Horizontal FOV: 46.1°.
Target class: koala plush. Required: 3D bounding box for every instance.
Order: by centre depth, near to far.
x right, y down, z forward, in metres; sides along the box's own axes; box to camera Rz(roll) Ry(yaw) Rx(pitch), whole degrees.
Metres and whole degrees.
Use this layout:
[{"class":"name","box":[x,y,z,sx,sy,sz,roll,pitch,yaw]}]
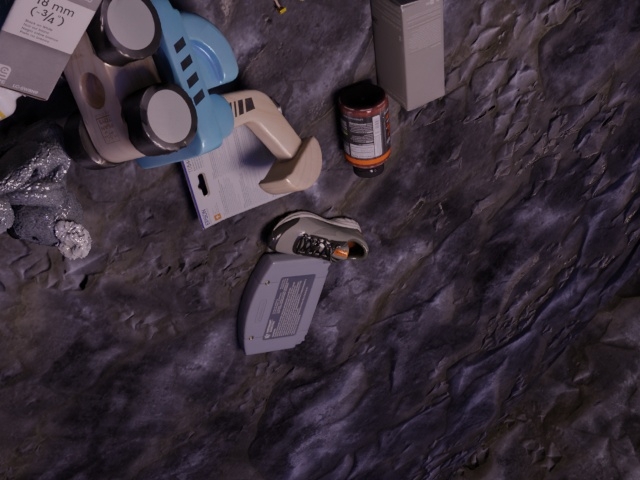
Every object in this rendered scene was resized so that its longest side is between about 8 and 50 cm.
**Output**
[{"class":"koala plush","box":[-0.481,-0.071,1.285,0.203,0.196,0.221,-39,135,-15]}]

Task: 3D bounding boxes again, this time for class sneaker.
[{"class":"sneaker","box":[0.000,0.000,1.742,0.271,0.108,0.100,1,127,-34]}]

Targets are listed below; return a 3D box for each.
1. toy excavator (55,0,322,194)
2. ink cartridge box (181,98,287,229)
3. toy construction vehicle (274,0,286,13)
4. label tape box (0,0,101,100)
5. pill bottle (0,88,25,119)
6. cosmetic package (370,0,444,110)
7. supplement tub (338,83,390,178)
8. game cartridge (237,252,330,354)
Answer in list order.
[{"class":"toy excavator","box":[-0.199,-0.236,1.290,0.445,0.222,0.433,-34,110,-44]},{"class":"ink cartridge box","box":[-0.170,-0.154,1.531,0.224,0.045,0.223,-23,135,-15]},{"class":"toy construction vehicle","box":[-0.061,-0.467,1.348,0.086,0.035,0.098,-43,142,-12]},{"class":"label tape box","box":[-0.359,-0.393,1.000,0.106,0.241,0.334,14,128,-41]},{"class":"pill bottle","box":[-0.543,-0.222,1.165,0.184,0.103,0.103,-31,138,-9]},{"class":"cosmetic package","box":[0.176,-0.396,1.504,0.107,0.127,0.238,-24,134,-17]},{"class":"supplement tub","box":[0.097,-0.229,1.611,0.106,0.106,0.198,-25,137,-15]},{"class":"game cartridge","box":[-0.099,0.151,1.845,0.198,0.062,0.297,-1,126,-29]}]
